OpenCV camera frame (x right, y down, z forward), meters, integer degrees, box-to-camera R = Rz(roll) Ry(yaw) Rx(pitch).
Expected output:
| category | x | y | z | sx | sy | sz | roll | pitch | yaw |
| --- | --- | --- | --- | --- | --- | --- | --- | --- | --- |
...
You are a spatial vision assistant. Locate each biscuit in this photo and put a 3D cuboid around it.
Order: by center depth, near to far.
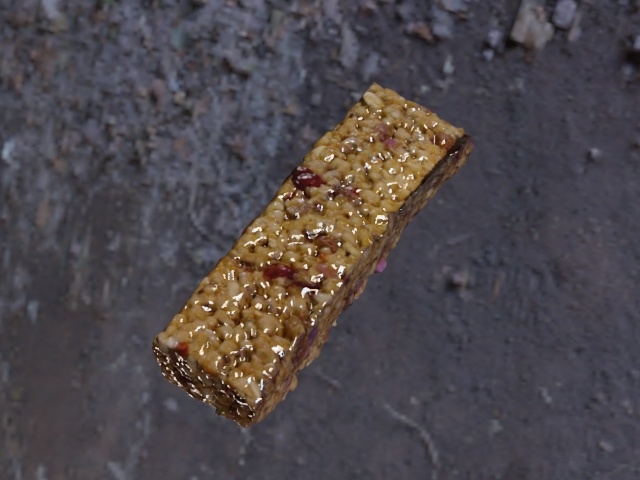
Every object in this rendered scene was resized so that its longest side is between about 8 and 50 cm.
| category | x | y | z | sx | sy | sz | roll | pitch | yaw |
| --- | --- | --- | --- | --- | --- | --- | --- | --- | --- |
| biscuit | 0.000 | 0.000 | 0.620 | 0.064 | 0.199 | 0.034 | 28 | 143 | 17 |
